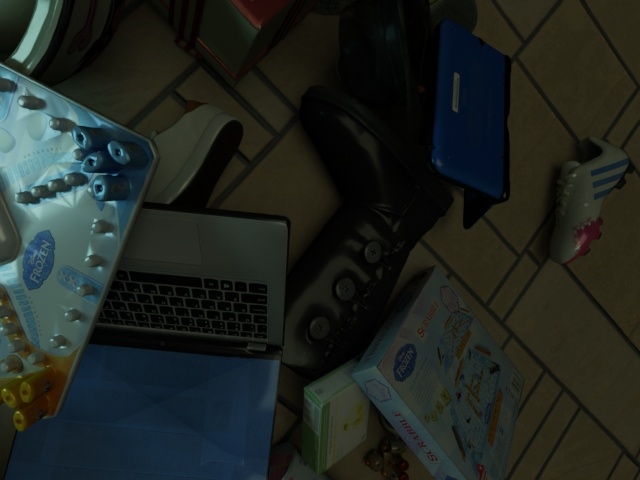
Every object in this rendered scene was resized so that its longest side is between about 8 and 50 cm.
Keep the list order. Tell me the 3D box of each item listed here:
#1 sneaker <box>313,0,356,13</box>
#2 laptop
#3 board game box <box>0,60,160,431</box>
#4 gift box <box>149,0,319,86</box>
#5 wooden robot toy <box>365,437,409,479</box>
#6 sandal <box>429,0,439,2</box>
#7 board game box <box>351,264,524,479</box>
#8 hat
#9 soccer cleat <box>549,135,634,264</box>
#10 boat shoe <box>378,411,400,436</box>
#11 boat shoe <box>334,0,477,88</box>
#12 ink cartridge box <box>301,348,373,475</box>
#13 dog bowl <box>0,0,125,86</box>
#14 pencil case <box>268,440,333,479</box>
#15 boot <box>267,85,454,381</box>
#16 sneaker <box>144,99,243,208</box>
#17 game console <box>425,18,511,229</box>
[{"bbox_3d":[0.036,-0.487,0.805,0.167,0.065,0.076,-10,78,-22],"label":"sneaker"},{"bbox_3d":[-0.249,0.175,0.557,0.383,0.236,0.407,6,130,-1],"label":"laptop"},{"bbox_3d":[-0.432,-0.020,0.487,0.390,0.050,0.389,28,103,2],"label":"board game box"},{"bbox_3d":[-0.133,-0.437,0.632,0.255,0.258,0.276,-44,105,-14],"label":"gift box"},{"bbox_3d":[0.132,0.446,0.854,0.079,0.076,0.173,-1,92,-9],"label":"wooden robot toy"},{"bbox_3d":[0.300,-0.586,0.843,0.318,0.138,0.126,-27,91,-17],"label":"sandal"},{"bbox_3d":[0.241,0.255,0.780,0.318,0.066,0.319,52,42,-4],"label":"board game box"},{"bbox_3d":[0.109,-0.317,0.682,0.134,0.331,0.330,3,91,23],"label":"hat"},{"bbox_3d":[0.606,-0.101,0.996,0.143,0.116,0.331,35,77,-1],"label":"soccer cleat"},{"bbox_3d":[0.244,0.319,0.850,0.258,0.095,0.095,-14,134,-27],"label":"boat shoe"},{"bbox_3d":[0.161,-0.395,0.833,0.321,0.103,0.118,-34,118,-10],"label":"boat shoe"},{"bbox_3d":[0.070,0.290,0.765,0.235,0.056,0.171,-18,122,-36],"label":"ink cartridge box"},{"bbox_3d":[-0.423,-0.372,0.501,0.409,0.150,0.407,4,110,11],"label":"dog bowl"},{"bbox_3d":[-0.011,0.504,0.777,0.273,0.114,0.124,50,62,-13],"label":"pencil case"},{"bbox_3d":[0.002,0.001,0.766,0.367,0.146,0.445,37,84,-15],"label":"boot"},{"bbox_3d":[-0.252,-0.101,0.702,0.123,0.106,0.290,33,88,16],"label":"sneaker"},{"bbox_3d":[0.253,-0.198,0.780,0.250,0.173,0.292,16,71,-26],"label":"game console"}]
